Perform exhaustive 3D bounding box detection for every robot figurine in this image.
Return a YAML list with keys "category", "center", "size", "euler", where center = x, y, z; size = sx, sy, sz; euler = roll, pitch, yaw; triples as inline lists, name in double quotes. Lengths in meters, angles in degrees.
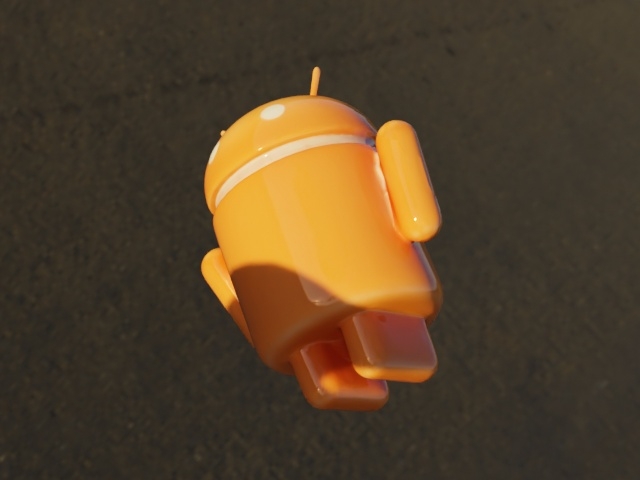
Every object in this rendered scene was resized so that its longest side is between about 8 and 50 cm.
- category: "robot figurine"
  center: [-0.002, 0.001, 0.963]
  size: [0.128, 0.158, 0.219]
  euler: [-13, 66, -17]
